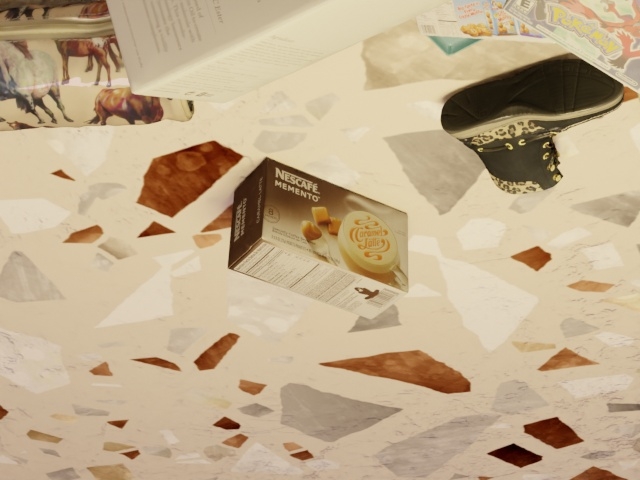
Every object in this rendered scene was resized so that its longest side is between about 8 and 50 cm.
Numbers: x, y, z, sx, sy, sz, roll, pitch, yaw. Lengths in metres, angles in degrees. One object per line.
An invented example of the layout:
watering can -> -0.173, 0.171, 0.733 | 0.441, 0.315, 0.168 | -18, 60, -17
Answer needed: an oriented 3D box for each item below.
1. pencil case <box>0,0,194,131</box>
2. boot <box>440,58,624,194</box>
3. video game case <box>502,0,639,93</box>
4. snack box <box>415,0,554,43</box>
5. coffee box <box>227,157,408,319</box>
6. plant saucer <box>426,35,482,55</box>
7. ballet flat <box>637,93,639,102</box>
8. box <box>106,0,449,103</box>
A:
pencil case -> -0.340, -0.210, 1.462 | 0.410, 0.160, 0.183 | -3, 165, 6
boot -> 0.295, -0.143, 1.617 | 0.236, 0.085, 0.178 | -10, 147, 27
video game case -> 0.311, -0.240, 1.280 | 0.201, 0.023, 0.183 | 31, 151, -4
snack box -> 0.185, -0.260, 1.419 | 0.178, 0.022, 0.064 | 10, 135, 35
coffee box -> 0.000, 0.000, 1.784 | 0.246, 0.141, 0.098 | 21, 141, -26
plant saucer -> 0.213, -0.279, 1.474 | 0.192, 0.018, 0.067 | -24, 138, 31
ballet flat -> 0.436, -0.195, 1.565 | 0.068, 0.072, 0.213 | 26, 147, 12
box -> -0.036, -0.298, 1.234 | 0.345, 0.215, 0.168 | -20, 172, 28
